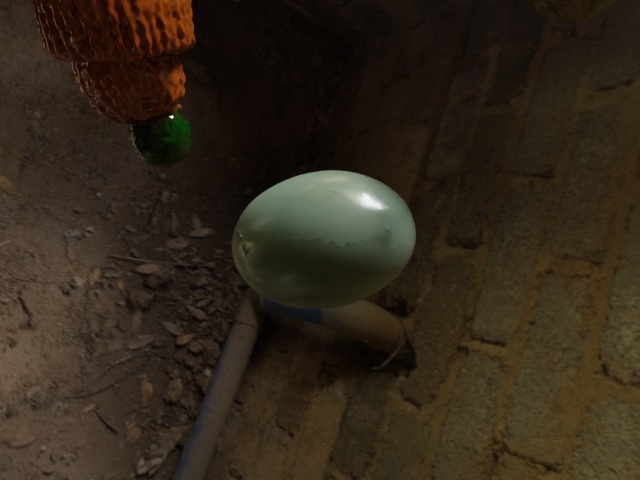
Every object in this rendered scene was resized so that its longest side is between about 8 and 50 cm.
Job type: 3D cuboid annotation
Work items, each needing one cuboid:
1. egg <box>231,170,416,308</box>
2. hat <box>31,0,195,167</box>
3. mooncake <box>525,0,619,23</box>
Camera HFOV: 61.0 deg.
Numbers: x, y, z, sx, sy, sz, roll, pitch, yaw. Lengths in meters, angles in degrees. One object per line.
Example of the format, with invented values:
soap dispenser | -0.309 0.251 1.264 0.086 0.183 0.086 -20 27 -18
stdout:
egg | 0.000 0.000 0.809 0.203 0.283 0.202 -7 90 -71
hat | -0.398 -0.341 1.092 0.285 0.285 0.400 -21 133 -34
mooncake | 0.323 -0.417 0.737 0.117 0.234 0.234 -29 114 9
